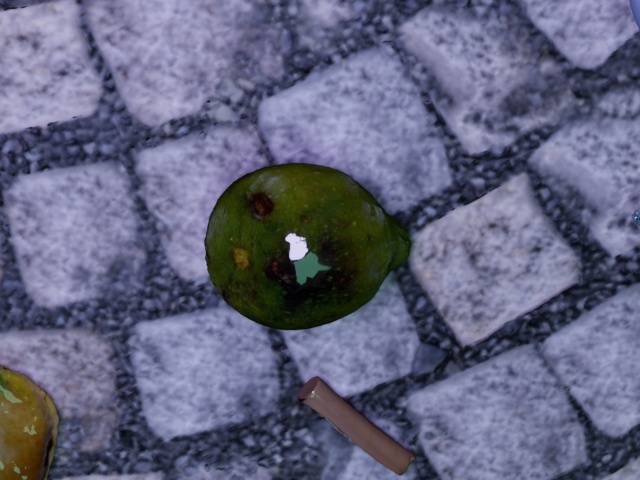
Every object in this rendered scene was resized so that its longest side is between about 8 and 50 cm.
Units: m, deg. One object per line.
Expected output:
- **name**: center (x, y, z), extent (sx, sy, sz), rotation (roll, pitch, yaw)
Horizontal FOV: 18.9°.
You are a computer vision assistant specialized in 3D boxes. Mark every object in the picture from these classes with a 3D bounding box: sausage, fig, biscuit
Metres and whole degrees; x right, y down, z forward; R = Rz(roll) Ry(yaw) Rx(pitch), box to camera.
- **sausage**: center (0.030, 0.148, 1.514), extent (0.116, 0.026, 0.026), rotation (40, 104, -24)
- **fig**: center (0.000, 0.000, 1.402), extent (0.156, 0.123, 0.123), rotation (-15, 126, -46)
- **biscuit**: center (-0.276, 0.202, 1.491), extent (0.118, 0.029, 0.247), rotation (14, 114, -8)

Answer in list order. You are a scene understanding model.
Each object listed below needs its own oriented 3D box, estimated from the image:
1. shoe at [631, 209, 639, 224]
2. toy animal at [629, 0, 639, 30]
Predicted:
- **shoe**: center (0.308, -0.025, 1.457), extent (0.143, 0.064, 0.071), rotation (-29, 99, 0)
- **toy animal**: center (0.280, -0.189, 1.296), extent (0.208, 0.204, 0.156), rotation (26, 126, -39)
